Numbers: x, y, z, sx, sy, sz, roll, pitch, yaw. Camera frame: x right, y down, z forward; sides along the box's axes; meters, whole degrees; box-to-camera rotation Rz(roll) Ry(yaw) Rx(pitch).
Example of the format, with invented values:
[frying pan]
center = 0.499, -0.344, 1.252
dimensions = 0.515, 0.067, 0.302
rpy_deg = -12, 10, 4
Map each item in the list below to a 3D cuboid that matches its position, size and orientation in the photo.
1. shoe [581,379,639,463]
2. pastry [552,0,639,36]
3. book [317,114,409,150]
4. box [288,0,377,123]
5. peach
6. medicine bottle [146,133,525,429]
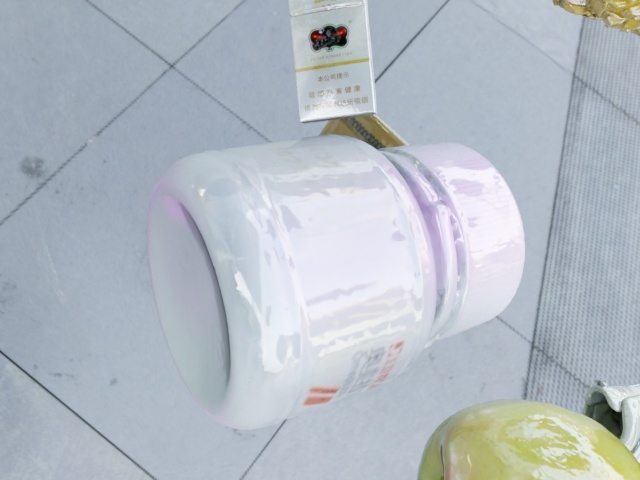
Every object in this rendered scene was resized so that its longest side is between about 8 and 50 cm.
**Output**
[shoe]
center = 0.572, 0.315, 1.157
dimensions = 0.342, 0.132, 0.210
rpy_deg = -45, 107, -13
[pastry]
center = 0.373, -0.344, 0.798
dimensions = 0.154, 0.250, 0.102
rpy_deg = -27, 56, 15
[book]
center = 0.000, 0.000, 0.954
dimensions = 0.032, 0.388, 0.269
rpy_deg = 19, 24, -45
[box]
center = 0.013, -0.223, 0.739
dimensions = 0.090, 0.024, 0.166
rpy_deg = -5, 91, 14
[peach]
center = 0.272, 0.357, 0.836
dimensions = 0.316, 0.281, 0.313
rpy_deg = 0, 113, -13
[medicine bottle]
center = 0.015, 0.021, 0.609
dimensions = 0.302, 0.241, 0.241
rpy_deg = -13, 73, -29
